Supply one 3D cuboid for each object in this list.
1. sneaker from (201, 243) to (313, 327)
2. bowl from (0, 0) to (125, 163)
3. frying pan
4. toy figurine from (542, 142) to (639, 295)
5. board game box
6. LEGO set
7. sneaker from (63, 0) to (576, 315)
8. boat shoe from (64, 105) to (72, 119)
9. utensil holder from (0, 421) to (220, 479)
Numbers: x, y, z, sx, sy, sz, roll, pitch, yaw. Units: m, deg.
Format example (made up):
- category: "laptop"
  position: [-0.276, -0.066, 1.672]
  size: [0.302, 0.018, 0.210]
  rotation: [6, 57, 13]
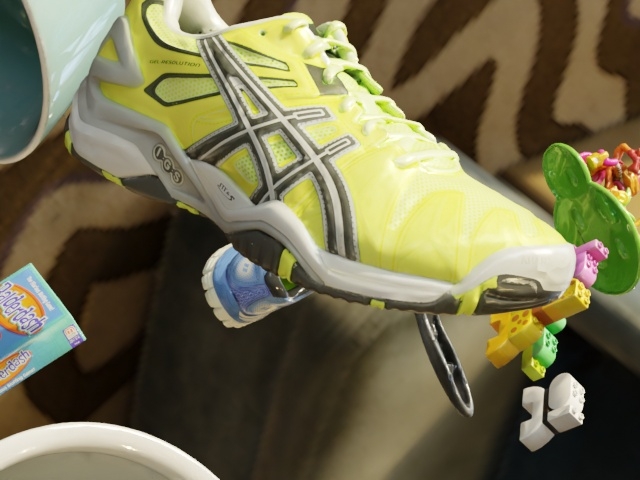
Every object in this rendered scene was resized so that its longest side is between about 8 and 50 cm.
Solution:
- category: "sneaker"
  position: [0.000, 0.000, 2.070]
  size: [0.330, 0.147, 0.130]
  rotation: [-44, 113, -42]
- category: "bowl"
  position: [-0.298, -0.242, 1.502]
  size: [0.163, 0.311, 0.312]
  rotation: [-35, 146, -35]
- category: "frying pan"
  position: [0.062, 0.000, 1.559]
  size: [0.197, 0.326, 0.053]
  rotation: [24, 129, -30]
- category: "toy figurine"
  position: [0.339, -0.050, 1.725]
  size: [0.159, 0.173, 0.130]
  rotation: [-25, 177, -27]
- category: "board game box"
  position: [-0.403, 0.128, 1.948]
  size: [0.210, 0.160, 0.047]
  rotation: [-33, 123, -12]
- category: "LEGO set"
  position: [0.205, 0.059, 1.413]
  size: [0.093, 0.227, 0.087]
  rotation: [-27, 124, 33]
- category: "sneaker"
  position: [-0.007, -0.065, 1.047]
  size: [0.145, 0.384, 0.147]
  rotation: [-6, 117, -60]
- category: "boat shoe"
  position: [-0.239, -0.171, 1.779]
  size: [0.103, 0.113, 0.302]
  rotation: [-25, 108, 8]
- category: "utensil holder"
  position: [-0.256, 0.361, 1.342]
  size: [0.327, 0.328, 0.385]
  rotation: [-19, 169, -37]
